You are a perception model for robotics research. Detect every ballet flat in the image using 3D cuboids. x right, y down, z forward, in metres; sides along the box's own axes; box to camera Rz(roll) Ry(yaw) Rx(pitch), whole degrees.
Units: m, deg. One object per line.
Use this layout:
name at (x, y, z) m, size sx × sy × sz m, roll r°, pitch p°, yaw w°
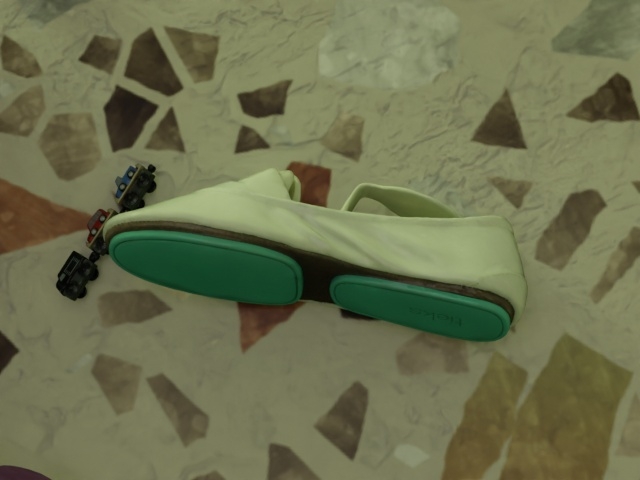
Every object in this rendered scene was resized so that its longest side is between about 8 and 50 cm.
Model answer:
ballet flat at (0.000, 0.000, 1.191) m, size 0.400 × 0.139 × 0.139 m, roll 10°, pitch 80°, yaw 3°

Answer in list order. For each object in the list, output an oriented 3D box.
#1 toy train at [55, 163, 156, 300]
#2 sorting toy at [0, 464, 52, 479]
toy train at (-0.216, -0.012, 1.253) m, size 0.036 × 0.027 × 0.158 m, roll 30°, pitch 84°, yaw 21°
sorting toy at (-0.423, 0.224, 1.175) m, size 0.365 × 0.127 × 0.126 m, roll 21°, pitch 94°, yaw 16°
